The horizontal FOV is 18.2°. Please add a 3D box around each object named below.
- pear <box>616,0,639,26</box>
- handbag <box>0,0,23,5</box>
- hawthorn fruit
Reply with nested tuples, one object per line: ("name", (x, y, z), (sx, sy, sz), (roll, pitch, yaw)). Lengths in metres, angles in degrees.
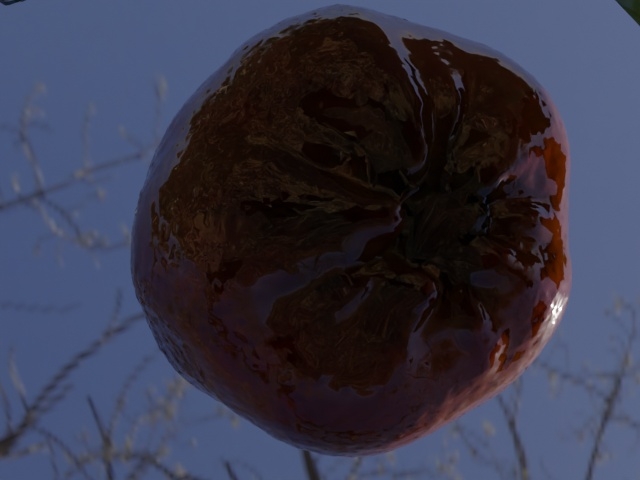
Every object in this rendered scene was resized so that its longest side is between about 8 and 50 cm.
("pear", (0.135, -0.080, 0.257), (0.288, 0.239, 0.139), (37, -123, 26))
("handbag", (-0.132, -0.155, 0.607), (0.229, 0.062, 0.179), (5, -108, 24))
("hawthorn fruit", (0.000, 0.000, 1.017), (0.224, 0.261, 0.224), (5, -101, -25))
